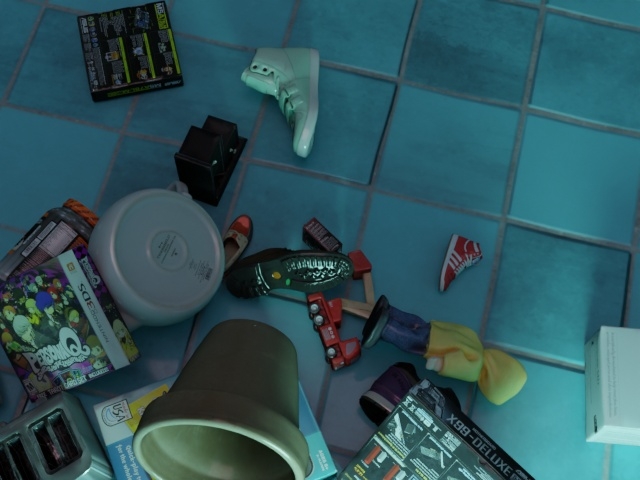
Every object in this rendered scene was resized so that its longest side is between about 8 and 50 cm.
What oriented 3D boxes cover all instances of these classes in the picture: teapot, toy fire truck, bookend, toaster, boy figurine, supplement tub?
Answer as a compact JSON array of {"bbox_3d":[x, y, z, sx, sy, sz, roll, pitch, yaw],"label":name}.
[{"bbox_3d":[-0.302,0.035,1.714,0.256,0.187,0.252,-19,87,-37],"label":"teapot"},{"bbox_3d":[0.049,0.124,1.750,0.135,0.047,0.192,-18,68,-9],"label":"toy fire truck"},{"bbox_3d":[-0.200,-0.170,1.813,0.072,0.156,0.157,19,66,7],"label":"bookend"},{"bbox_3d":[-0.443,0.358,1.586,0.168,0.110,0.185,-30,66,-5],"label":"toaster"},{"bbox_3d":[0.215,0.188,1.685,0.285,0.177,0.092,25,108,-7],"label":"boy figurine"},{"bbox_3d":[-0.475,0.024,1.742,0.117,0.117,0.190,34,69,12],"label":"supplement tub"}]

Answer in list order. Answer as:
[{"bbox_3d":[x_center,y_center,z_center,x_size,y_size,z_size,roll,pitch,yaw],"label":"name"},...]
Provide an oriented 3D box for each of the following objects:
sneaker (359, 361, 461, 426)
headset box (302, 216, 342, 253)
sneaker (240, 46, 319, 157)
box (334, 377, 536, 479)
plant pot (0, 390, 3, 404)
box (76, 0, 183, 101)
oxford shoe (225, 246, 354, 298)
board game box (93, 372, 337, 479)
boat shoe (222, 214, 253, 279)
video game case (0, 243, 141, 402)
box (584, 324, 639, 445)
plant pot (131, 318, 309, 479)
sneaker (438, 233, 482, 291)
[{"bbox_3d":[0.211,0.311,1.646,0.283,0.107,0.124,39,65,14],"label":"sneaker"},{"bbox_3d":[0.000,0.000,1.795,0.083,0.062,0.032,43,71,15],"label":"headset box"},{"bbox_3d":[-0.080,-0.268,1.890,0.151,0.094,0.255,4,57,-6],"label":"sneaker"},{"bbox_3d":[0.196,0.409,1.539,0.307,0.076,0.242,42,115,15],"label":"box"},{"bbox_3d":[-0.719,0.195,1.602,0.252,0.248,0.247,-27,69,7],"label":"plant pot"},{"bbox_3d":[-0.380,-0.379,1.960,0.184,0.045,0.190,-12,66,-9],"label":"box"},{"bbox_3d":[-0.051,0.041,1.746,0.227,0.082,0.096,-4,28,12],"label":"oxford shoe"},{"bbox_3d":[-0.175,0.336,1.635,0.336,0.079,0.253,-21,69,-10],"label":"board game box"},{"bbox_3d":[-0.161,0.007,1.798,0.049,0.043,0.137,21,66,9],"label":"boat shoe"},{"bbox_3d":[-0.435,0.141,1.624,0.232,0.042,0.210,-22,96,26],"label":"video game case"},{"bbox_3d":[0.551,0.251,1.670,0.182,0.119,0.181,5,66,1],"label":"box"},{"bbox_3d":[-0.132,0.254,1.518,0.263,0.263,0.229,11,48,3],"label":"plant pot"},{"bbox_3d":[0.257,0.046,1.792,0.067,0.042,0.118,16,65,9],"label":"sneaker"}]
